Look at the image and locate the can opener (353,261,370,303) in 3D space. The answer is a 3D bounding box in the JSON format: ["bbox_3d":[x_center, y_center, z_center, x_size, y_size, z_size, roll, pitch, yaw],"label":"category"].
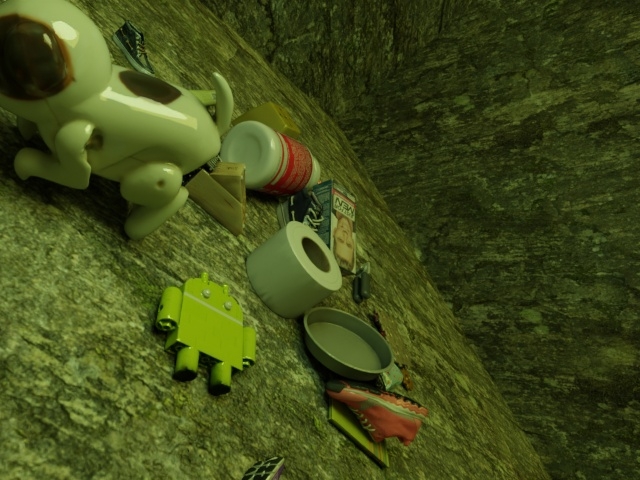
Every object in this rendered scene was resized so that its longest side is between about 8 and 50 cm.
[{"bbox_3d":[0.189,0.181,1.802,0.093,0.074,0.280,49,21,-13],"label":"can opener"}]

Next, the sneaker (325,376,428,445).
[{"bbox_3d":[0.147,0.471,1.135,0.314,0.136,0.116,24,-11,-16],"label":"sneaker"}]

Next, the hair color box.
[{"bbox_3d":[0.053,-0.045,1.641,0.174,0.105,0.347,28,56,-46],"label":"hair color box"}]

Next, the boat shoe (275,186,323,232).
[{"bbox_3d":[-0.054,-0.049,1.525,0.127,0.158,0.340,29,31,-48],"label":"boat shoe"}]

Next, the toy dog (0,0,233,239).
[{"bbox_3d":[-0.403,-0.240,0.777,0.408,0.396,0.284,42,30,-50],"label":"toy dog"}]

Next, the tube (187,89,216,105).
[{"bbox_3d":[-0.466,-0.534,1.579,0.070,0.062,0.240,11,23,12],"label":"tube"}]

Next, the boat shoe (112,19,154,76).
[{"bbox_3d":[-0.604,-0.633,1.391,0.183,0.083,0.065,50,21,-8],"label":"boat shoe"}]

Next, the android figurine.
[{"bbox_3d":[-0.238,0.184,0.901,0.248,0.056,0.272,39,26,-32],"label":"android figurine"}]

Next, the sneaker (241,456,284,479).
[{"bbox_3d":[-0.110,0.460,0.743,0.071,0.068,0.170,65,27,-12],"label":"sneaker"}]

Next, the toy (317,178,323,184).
[{"bbox_3d":[-0.027,-0.302,2.146,0.237,0.056,0.136,27,34,-50],"label":"toy"}]

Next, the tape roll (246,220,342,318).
[{"bbox_3d":[-0.075,0.086,1.248,0.246,0.169,0.246,44,23,-24],"label":"tape roll"}]

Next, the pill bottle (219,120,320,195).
[{"bbox_3d":[-0.164,-0.285,1.571,0.229,0.229,0.408,59,21,15],"label":"pill bottle"}]

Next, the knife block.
[{"bbox_3d":[-0.340,-0.154,1.216,0.088,0.242,0.275,-90,-176,-57],"label":"knife block"}]

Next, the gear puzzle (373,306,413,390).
[{"bbox_3d":[0.295,0.437,1.674,0.175,0.044,0.338,31,32,-48],"label":"gear puzzle"}]

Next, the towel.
[{"bbox_3d":[0.103,0.519,1.149,0.237,0.021,0.102,46,16,-16],"label":"towel"}]

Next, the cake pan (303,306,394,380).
[{"bbox_3d":[0.075,0.303,1.237,0.293,0.054,0.293,23,18,-8],"label":"cake pan"}]

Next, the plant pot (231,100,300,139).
[{"bbox_3d":[-0.217,-0.477,1.828,0.212,0.187,0.212,57,21,10],"label":"plant pot"}]

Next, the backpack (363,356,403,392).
[{"bbox_3d":[0.177,0.431,1.311,0.182,0.115,0.152,20,36,-58],"label":"backpack"}]

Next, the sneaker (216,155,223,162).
[{"bbox_3d":[-0.314,-0.197,1.341,0.208,0.081,0.094,58,10,0],"label":"sneaker"}]
